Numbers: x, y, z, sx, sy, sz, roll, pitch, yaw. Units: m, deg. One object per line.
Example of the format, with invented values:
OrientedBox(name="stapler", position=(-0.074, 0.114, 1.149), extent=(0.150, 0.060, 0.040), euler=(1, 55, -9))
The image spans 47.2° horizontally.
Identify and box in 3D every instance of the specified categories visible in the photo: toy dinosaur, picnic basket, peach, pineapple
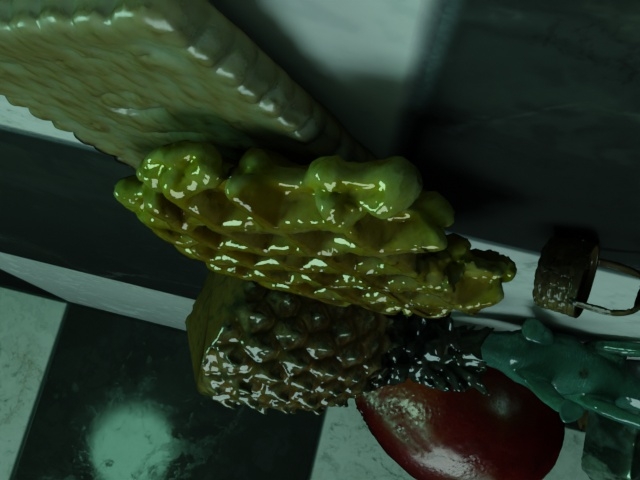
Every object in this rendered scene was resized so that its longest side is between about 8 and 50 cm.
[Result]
OrientedBox(name="toy dinosaur", position=(0.317, 0.170, 1.022), extent=(0.383, 0.129, 0.331), euler=(19, 175, -11))
OrientedBox(name="picnic basket", position=(0.218, 0.032, 0.583), extent=(0.083, 0.072, 0.072), euler=(17, 170, 28))
OrientedBox(name="peach", position=(0.233, 0.255, 1.143), extent=(0.361, 0.258, 0.201), euler=(28, 144, -20))
OrientedBox(name="pineapple", position=(0.030, 0.119, 0.862), extent=(0.361, 0.202, 0.202), euler=(15, 167, -14))

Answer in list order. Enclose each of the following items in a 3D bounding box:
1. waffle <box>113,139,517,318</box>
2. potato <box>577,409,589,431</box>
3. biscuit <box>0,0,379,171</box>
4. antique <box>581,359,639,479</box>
OrientedBox(name="waffle", position=(0.001, 0.002, 0.535), extent=(0.281, 0.058, 0.301), euler=(9, 167, 12))
OrientedBox(name="potato", position=(0.546, 0.296, 1.260), extent=(0.243, 0.098, 0.138), euler=(12, 171, -19))
OrientedBox(name="biscuit", position=(-0.078, -0.075, 0.493), extent=(0.217, 0.044, 0.325), euler=(3, 165, 31))
OrientedBox(name="antique", position=(0.454, 0.274, 1.078), extent=(0.088, 0.183, 0.086), euler=(21, 165, -29))
